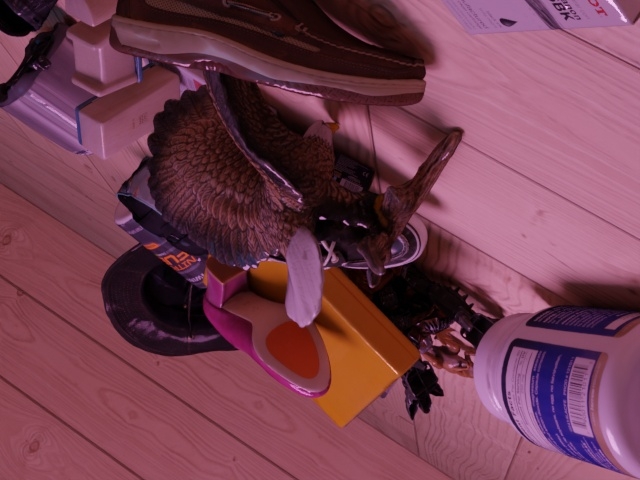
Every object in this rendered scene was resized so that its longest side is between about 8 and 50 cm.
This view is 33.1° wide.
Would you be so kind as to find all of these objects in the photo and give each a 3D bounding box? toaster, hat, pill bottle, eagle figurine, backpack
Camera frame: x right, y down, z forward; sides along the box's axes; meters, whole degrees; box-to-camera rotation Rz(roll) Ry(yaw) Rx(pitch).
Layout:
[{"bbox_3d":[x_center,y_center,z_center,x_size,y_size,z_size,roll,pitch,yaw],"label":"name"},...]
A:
[{"bbox_3d":[-0.331,-0.197,1.426,0.146,0.129,0.227,36,166,-23],"label":"toaster"},{"bbox_3d":[-0.239,0.070,2.022,0.331,0.331,0.134,43,-154,-31],"label":"hat"},{"bbox_3d":[-0.210,-0.008,1.785,0.246,0.130,0.130,41,166,-26],"label":"pill bottle"},{"bbox_3d":[0.269,0.141,1.063,0.153,0.153,0.265,39,167,-17],"label":"pill bottle"},{"bbox_3d":[-0.049,-0.077,1.019,0.298,0.226,0.225,29,-173,2],"label":"eagle figurine"},{"bbox_3d":[-0.184,-0.058,1.501,0.166,0.144,0.188,38,178,-15],"label":"backpack"}]

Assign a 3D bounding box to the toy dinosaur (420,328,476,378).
[{"bbox_3d":[0.176,0.170,1.602,0.211,0.064,0.112,26,165,37],"label":"toy dinosaur"}]

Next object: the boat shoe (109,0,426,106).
[{"bbox_3d":[-0.038,-0.172,0.845,0.258,0.095,0.095,12,-167,2],"label":"boat shoe"}]

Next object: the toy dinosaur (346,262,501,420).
[{"bbox_3d":[0.096,0.093,1.368,0.218,0.164,0.322,46,-164,30],"label":"toy dinosaur"}]

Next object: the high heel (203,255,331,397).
[{"bbox_3d":[-0.066,0.124,1.273,0.244,0.082,0.117,39,147,34],"label":"high heel"}]

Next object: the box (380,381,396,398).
[{"bbox_3d":[0.009,0.119,1.652,0.242,0.076,0.307,35,-179,-2],"label":"box"}]

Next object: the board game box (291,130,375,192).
[{"bbox_3d":[-0.034,-0.077,1.210,0.170,0.048,0.141,25,167,-3],"label":"board game box"}]

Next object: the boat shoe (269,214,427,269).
[{"bbox_3d":[0.000,0.000,1.129,0.219,0.070,0.077,5,116,13],"label":"boat shoe"}]

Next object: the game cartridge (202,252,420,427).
[{"bbox_3d":[-0.024,0.088,1.331,0.285,0.053,0.323,46,157,7],"label":"game cartridge"}]

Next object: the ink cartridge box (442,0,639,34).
[{"bbox_3d":[0.109,-0.165,0.579,0.099,0.056,0.135,43,166,-28],"label":"ink cartridge box"}]

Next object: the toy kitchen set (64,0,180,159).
[{"bbox_3d":[-0.253,-0.228,1.160,0.166,0.122,0.207,30,138,24],"label":"toy kitchen set"}]

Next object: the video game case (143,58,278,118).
[{"bbox_3d":[-0.124,-0.154,1.285,0.183,0.023,0.201,33,166,10],"label":"video game case"}]

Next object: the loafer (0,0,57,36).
[{"bbox_3d":[-0.366,-0.284,1.297,0.076,0.078,0.223,40,166,-20],"label":"loafer"}]
